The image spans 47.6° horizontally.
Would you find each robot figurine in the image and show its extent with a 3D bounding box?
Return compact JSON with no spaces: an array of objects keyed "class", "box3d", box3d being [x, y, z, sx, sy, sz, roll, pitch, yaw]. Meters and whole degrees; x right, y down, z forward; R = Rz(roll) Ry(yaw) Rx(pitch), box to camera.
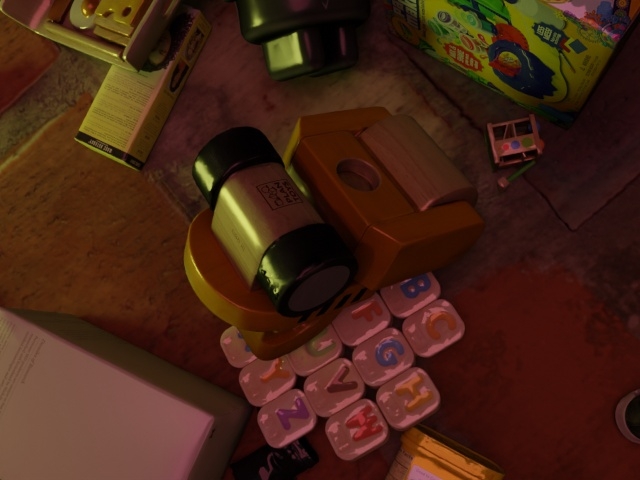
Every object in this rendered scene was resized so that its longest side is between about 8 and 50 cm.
[{"class":"robot figurine","box3d":[-0.029,-0.347,0.909,0.174,0.209,0.278,-8,98,12]}]

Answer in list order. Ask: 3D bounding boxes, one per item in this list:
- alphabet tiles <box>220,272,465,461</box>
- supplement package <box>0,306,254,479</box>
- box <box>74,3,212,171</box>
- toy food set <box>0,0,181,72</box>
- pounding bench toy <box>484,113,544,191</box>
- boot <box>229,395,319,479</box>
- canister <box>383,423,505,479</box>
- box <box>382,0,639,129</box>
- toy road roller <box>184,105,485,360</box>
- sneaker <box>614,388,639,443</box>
[{"class":"alphabet tiles","box3d":[0.021,0.115,0.895,0.278,0.021,0.284,-31,64,2]},{"class":"supplement package","box3d":[-0.262,0.222,0.880,0.293,0.177,0.175,23,86,13]},{"class":"box","box3d":[-0.243,-0.220,1.004,0.087,0.058,0.232,24,87,13]},{"class":"toy food set","box3d":[-0.293,-0.368,0.979,0.306,0.092,0.219,27,86,34]},{"class":"pounding bench toy","box3d":[0.247,-0.107,0.907,0.065,0.052,0.083,-11,80,7]},{"class":"boot","box3d":[-0.071,0.264,0.912,0.099,0.045,0.121,-38,78,6]},{"class":"canister","box3d":[0.123,0.318,0.855,0.126,0.073,0.169,26,88,13]},{"class":"box","box3d":[0.226,-0.302,0.819,0.279,0.290,0.177,33,89,13]},{"class":"toy road roller","box3d":[0.000,0.000,0.853,0.330,0.240,0.202,-17,58,-33]},{"class":"sneaker","box3d":[0.452,0.170,0.804,0.234,0.106,0.078,-24,79,5]}]
